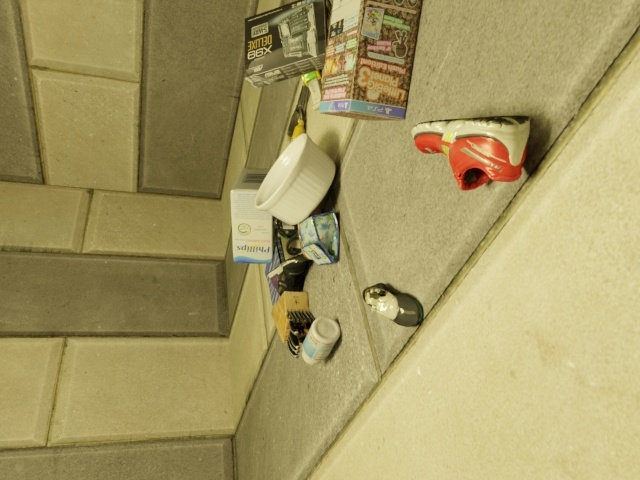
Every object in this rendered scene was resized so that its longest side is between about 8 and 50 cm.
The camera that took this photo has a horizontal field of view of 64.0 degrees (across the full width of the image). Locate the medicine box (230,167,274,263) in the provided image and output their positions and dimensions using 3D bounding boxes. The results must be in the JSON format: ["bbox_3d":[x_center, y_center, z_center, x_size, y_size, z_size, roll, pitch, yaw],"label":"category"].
[{"bbox_3d":[-0.242,-0.098,1.934,0.264,0.148,0.290,-89,0,-64],"label":"medicine box"}]

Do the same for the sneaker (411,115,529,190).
[{"bbox_3d":[0.235,-0.144,0.857,0.279,0.107,0.119,-144,51,-72],"label":"sneaker"}]

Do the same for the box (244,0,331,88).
[{"bbox_3d":[-0.110,-0.671,1.727,0.076,0.307,0.243,31,-126,-62],"label":"box"}]

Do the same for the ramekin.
[{"bbox_3d":[-0.075,-0.182,1.601,0.277,0.135,0.277,-46,22,25],"label":"ramekin"}]

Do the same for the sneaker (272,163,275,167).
[{"bbox_3d":[-0.164,-0.215,2.103,0.118,0.083,0.222,112,154,-44],"label":"sneaker"}]

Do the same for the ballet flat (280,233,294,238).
[{"bbox_3d":[-0.101,-0.106,1.928,0.087,0.083,0.248,47,135,33],"label":"ballet flat"}]

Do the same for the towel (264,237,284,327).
[{"bbox_3d":[-0.192,0.170,2.185,0.336,0.040,0.243,-107,27,-47],"label":"towel"}]

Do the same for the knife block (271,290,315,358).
[{"bbox_3d":[-0.095,0.311,1.783,0.276,0.088,0.242,126,144,-58],"label":"knife block"}]

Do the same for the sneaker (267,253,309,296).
[{"bbox_3d":[-0.091,0.131,1.841,0.124,0.107,0.283,65,152,7],"label":"sneaker"}]

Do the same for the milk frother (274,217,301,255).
[{"bbox_3d":[-0.108,-0.031,1.792,0.135,0.129,0.143,-126,55,-82],"label":"milk frother"}]

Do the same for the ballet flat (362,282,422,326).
[{"bbox_3d":[0.145,0.140,1.118,0.203,0.074,0.074,-150,65,-70],"label":"ballet flat"}]

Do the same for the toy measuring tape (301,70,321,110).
[{"bbox_3d":[-0.051,-0.592,1.769,0.121,0.121,0.330,116,151,-49],"label":"toy measuring tape"}]

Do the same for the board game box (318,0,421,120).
[{"bbox_3d":[0.110,-0.441,1.218,0.232,0.141,0.291,-141,57,-68],"label":"board game box"}]

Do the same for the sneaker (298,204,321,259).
[{"bbox_3d":[-0.042,-0.035,1.705,0.083,0.084,0.215,132,138,-71],"label":"sneaker"}]

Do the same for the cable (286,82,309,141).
[{"bbox_3d":[-0.067,-0.486,1.954,0.139,0.072,0.288,-93,22,-81],"label":"cable"}]

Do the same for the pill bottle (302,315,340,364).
[{"bbox_3d":[-0.004,0.300,1.510,0.160,0.087,0.087,114,153,-46],"label":"pill bottle"}]

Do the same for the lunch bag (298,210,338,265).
[{"bbox_3d":[0.000,0.000,1.562,0.128,0.096,0.151,-18,87,68],"label":"lunch bag"}]
